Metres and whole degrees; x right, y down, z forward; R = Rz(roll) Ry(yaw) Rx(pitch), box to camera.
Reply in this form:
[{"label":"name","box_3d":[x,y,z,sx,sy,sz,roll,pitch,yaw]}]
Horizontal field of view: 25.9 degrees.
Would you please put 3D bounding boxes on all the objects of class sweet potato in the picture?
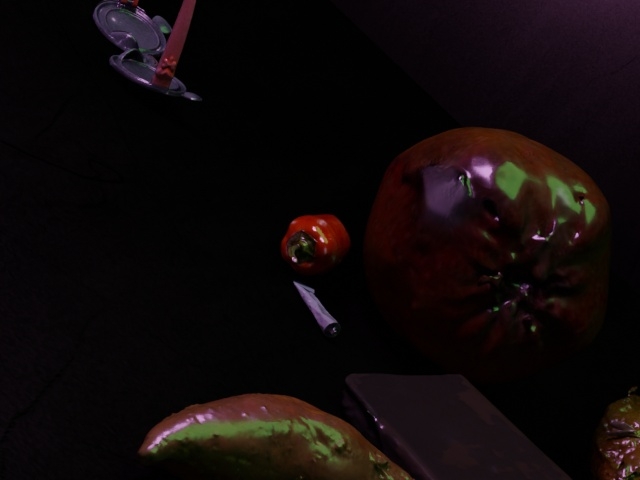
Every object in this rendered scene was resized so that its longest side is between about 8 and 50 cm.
[{"label":"sweet potato","box_3d":[0.011,0.186,1.038,0.354,0.095,0.106,32,35,-29]}]

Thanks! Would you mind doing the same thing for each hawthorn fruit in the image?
[{"label":"hawthorn fruit","box_3d":[0.194,0.004,1.634,0.308,0.308,0.325,36,28,-22]}]

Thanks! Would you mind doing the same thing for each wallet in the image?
[{"label":"wallet","box_3d":[0.146,0.210,1.256,0.165,0.042,0.309,-1,27,-30]}]

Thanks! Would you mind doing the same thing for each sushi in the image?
[{"label":"sushi","box_3d":[0.425,0.290,1.714,0.179,0.167,0.296,26,-3,32]}]

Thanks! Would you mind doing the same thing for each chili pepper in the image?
[{"label":"chili pepper","box_3d":[0.000,0.000,1.598,0.071,0.063,0.272,56,13,0]}]

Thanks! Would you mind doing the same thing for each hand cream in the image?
[{"label":"hand cream","box_3d":[-0.004,0.074,1.474,0.030,0.019,0.093,29,13,-36]}]

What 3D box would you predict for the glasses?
[{"label":"glasses","box_3d":[-0.173,-0.320,1.658,0.118,0.268,0.234,13,29,-25]}]
